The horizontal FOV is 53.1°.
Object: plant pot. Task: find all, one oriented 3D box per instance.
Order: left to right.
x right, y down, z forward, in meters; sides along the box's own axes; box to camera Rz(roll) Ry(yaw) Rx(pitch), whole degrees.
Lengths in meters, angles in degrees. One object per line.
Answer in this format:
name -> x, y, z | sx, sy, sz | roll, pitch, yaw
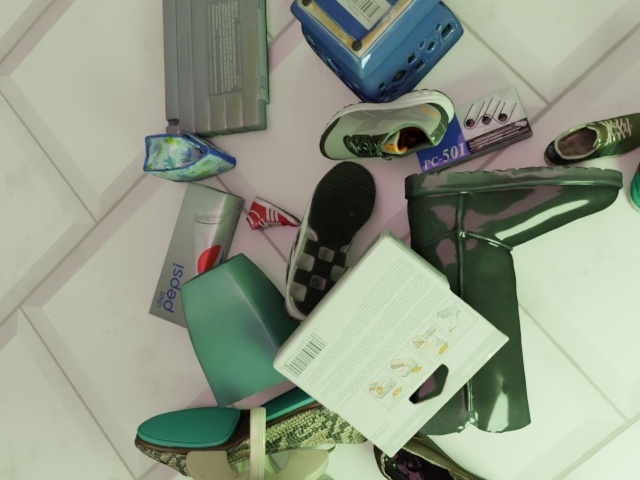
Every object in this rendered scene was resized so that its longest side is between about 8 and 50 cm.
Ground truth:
plant pot -> -0.152, 0.155, 1.212 | 0.166, 0.166, 0.234 | -27, 95, 15
plant pot -> 0.098, -0.407, 1.178 | 0.236, 0.212, 0.236 | -45, 75, 9

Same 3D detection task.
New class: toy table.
toy table -> -0.113, 0.430, 1.098 | 0.274, 0.161, 0.252 | 10, 121, -11

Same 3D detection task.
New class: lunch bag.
lunch bag -> -0.267, -0.172, 1.323 | 0.151, 0.129, 0.096 | 3, 88, 19

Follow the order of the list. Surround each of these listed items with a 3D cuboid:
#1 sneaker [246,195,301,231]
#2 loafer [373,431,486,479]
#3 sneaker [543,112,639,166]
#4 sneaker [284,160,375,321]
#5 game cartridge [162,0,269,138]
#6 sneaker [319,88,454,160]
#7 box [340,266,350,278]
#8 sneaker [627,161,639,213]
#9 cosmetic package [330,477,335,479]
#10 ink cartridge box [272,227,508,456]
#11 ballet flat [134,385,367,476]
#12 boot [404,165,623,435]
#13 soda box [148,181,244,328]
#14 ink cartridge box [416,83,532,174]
sneaker -> -0.099, -0.037, 1.304 | 0.118, 0.042, 0.067 | 28, 91, 25
loafer -> 0.234, 0.468, 1.116 | 0.366, 0.130, 0.133 | 32, 96, 17
sneaker -> 0.484, -0.175, 1.102 | 0.192, 0.086, 0.064 | -17, 81, 16
sneaker -> 0.000, 0.000, 1.232 | 0.122, 0.146, 0.330 | 28, 69, -12
game cartridge -> -0.222, -0.398, 1.362 | 0.230, 0.068, 0.354 | -3, 85, 14
sneaker -> 0.106, -0.193, 1.166 | 0.272, 0.100, 0.108 | -10, 46, 36
box -> 0.130, 0.146, 1.223 | 0.225, 0.036, 0.136 | 16, 91, 17
sneaker -> 0.599, -0.181, 1.017 | 0.124, 0.178, 0.295 | 31, 96, 17
cosmetic package -> 0.057, 0.619, 1.174 | 0.160, 0.113, 0.309 | -45, 74, 10
ink cartridge box -> 0.111, 0.173, 1.068 | 0.261, 0.066, 0.296 | 39, 104, -5
ballet flat -> -0.128, 0.393, 1.239 | 0.483, 0.164, 0.182 | -17, 101, 14
boot -> 0.328, 0.105, 1.103 | 0.367, 0.146, 0.445 | -2, 87, 14
soda box -> -0.254, 0.031, 1.324 | 0.098, 0.091, 0.286 | 19, 92, 18
ink cartridge box -> 0.276, -0.202, 1.192 | 0.207, 0.046, 0.097 | -20, 79, 16
